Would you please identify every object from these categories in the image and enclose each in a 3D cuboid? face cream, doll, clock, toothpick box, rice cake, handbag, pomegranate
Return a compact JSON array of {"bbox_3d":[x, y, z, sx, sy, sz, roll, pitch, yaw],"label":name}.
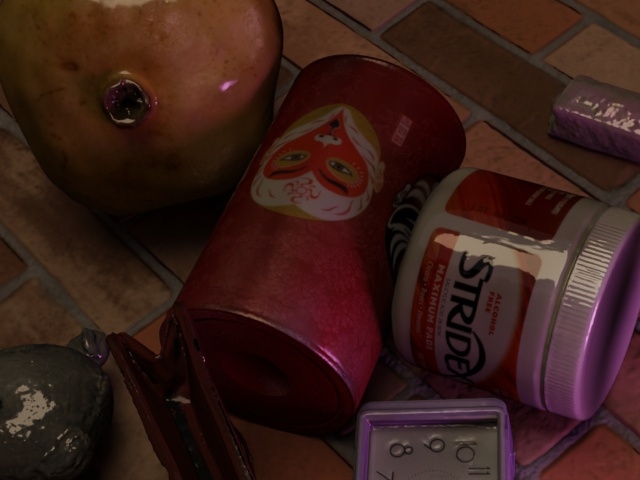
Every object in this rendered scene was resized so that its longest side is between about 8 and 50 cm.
[{"bbox_3d":[0.188,0.047,1.232,0.187,0.201,0.201,18,57,24],"label":"face cream"},{"bbox_3d":[-0.359,0.198,1.260,0.341,0.158,0.245,-19,38,0],"label":"doll"},{"bbox_3d":[0.103,0.240,1.178,0.145,0.073,0.193,-4,51,10],"label":"clock"},{"bbox_3d":[0.000,0.000,1.313,0.204,0.204,0.333,12,54,21],"label":"toothpick box"},{"bbox_3d":[0.401,-0.099,1.400,0.365,0.056,0.072,25,58,28],"label":"rice cake"},{"bbox_3d":[-0.083,0.218,1.117,0.084,0.260,0.275,-22,52,-9],"label":"handbag"},{"bbox_3d":[-0.195,-0.185,1.422,0.333,0.332,0.332,-6,50,8],"label":"pomegranate"}]
